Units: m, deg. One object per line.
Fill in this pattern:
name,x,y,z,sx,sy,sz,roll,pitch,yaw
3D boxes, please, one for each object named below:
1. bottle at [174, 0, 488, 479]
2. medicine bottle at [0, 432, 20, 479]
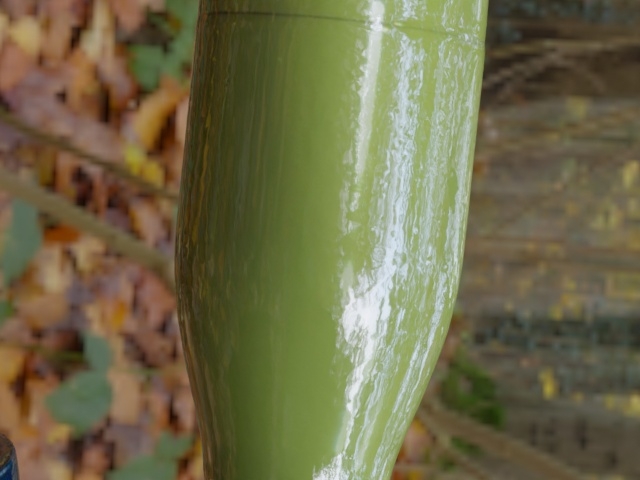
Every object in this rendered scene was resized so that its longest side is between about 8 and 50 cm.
bottle,0.000,0.000,0.761,0.112,0.112,0.260,-6,101,-86
medicine bottle,-0.207,0.153,0.657,0.079,0.258,0.124,-73,145,-77
